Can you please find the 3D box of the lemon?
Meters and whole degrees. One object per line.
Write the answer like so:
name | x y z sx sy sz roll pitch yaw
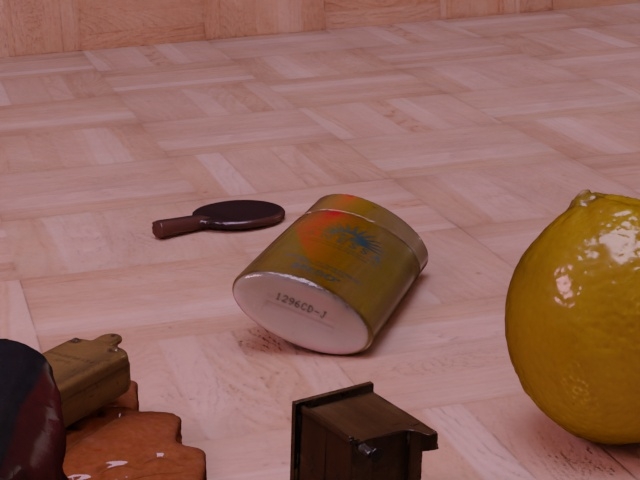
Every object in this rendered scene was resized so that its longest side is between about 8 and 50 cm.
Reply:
lemon | 0.229 0.059 1.234 0.178 0.203 0.178 -18 3 1

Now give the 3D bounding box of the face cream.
face cream | 0.020 0.027 1.579 0.139 0.067 0.285 23 21 8

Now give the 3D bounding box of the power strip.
power strip | -0.246 0.138 1.161 0.064 0.044 0.305 10 23 33

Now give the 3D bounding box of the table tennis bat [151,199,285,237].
table tennis bat | -0.121 -0.075 1.883 0.170 0.119 0.107 -12 18 -35

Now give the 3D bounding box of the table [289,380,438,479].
table | 0.031 0.157 1.129 0.070 0.083 0.082 -11 22 -34

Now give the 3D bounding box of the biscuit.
biscuit | -0.196 0.169 1.190 0.306 0.043 0.284 12 22 41

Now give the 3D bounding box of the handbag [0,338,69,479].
handbag | -0.225 0.177 0.924 0.181 0.181 0.254 -2 18 -2
